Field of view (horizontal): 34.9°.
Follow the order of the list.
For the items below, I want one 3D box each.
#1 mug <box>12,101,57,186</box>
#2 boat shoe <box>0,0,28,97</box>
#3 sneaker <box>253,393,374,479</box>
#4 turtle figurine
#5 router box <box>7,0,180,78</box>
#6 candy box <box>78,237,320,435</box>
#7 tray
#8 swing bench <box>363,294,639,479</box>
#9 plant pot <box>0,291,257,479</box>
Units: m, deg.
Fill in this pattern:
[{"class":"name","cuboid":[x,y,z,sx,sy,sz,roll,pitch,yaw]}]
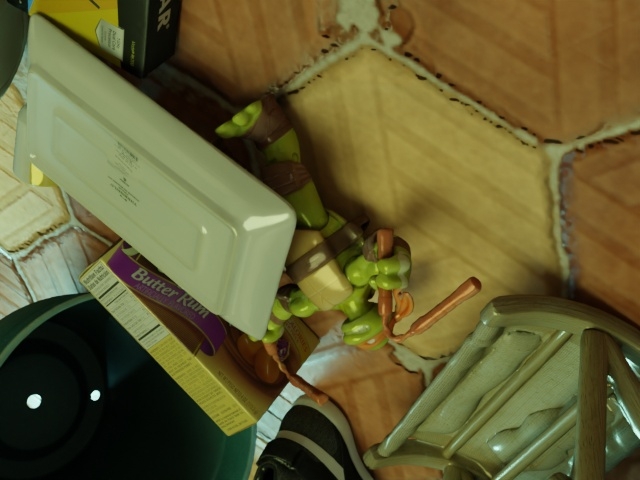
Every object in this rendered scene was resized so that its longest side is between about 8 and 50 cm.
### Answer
[{"class":"mug","cuboid":[-0.230,-0.088,0.885,0.078,0.062,0.064,10,125,4]},{"class":"boat shoe","cuboid":[-0.277,-0.237,0.730,0.096,0.116,0.324,17,143,1]},{"class":"sneaker","cuboid":[0.001,0.263,0.958,0.079,0.121,0.217,-6,121,43]},{"class":"turtle figurine","cuboid":[0.000,0.000,0.751,0.217,0.087,0.269,54,148,-3]},{"class":"router box","cuboid":[-0.159,-0.220,0.712,0.133,0.046,0.179,30,139,13]},{"class":"candy box","cuboid":[-0.100,0.060,0.868,0.187,0.109,0.053,49,138,-7]},{"class":"tray","cuboid":[-0.137,-0.042,0.761,0.270,0.030,0.145,37,137,19]},{"class":"swing bench","cuboid":[0.160,0.210,0.724,0.165,0.255,0.253,5,144,-17]},{"class":"plant pot","cuboid":[-0.243,0.174,0.982,0.255,0.271,0.271,2,127,55]}]
